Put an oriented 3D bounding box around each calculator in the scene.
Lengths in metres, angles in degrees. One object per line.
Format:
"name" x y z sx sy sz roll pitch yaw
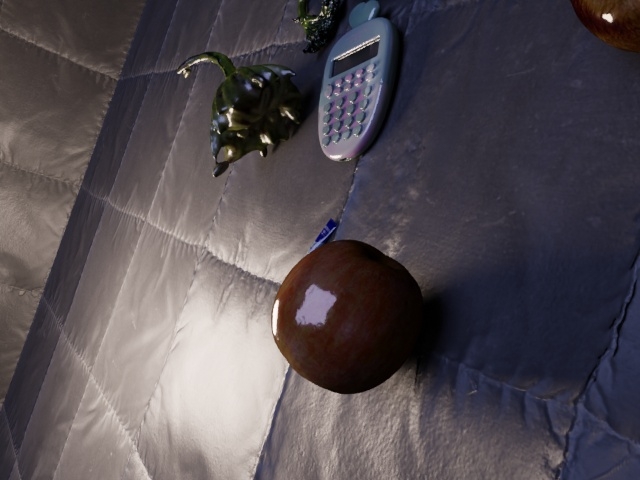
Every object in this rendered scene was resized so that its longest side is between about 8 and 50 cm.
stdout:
"calculator" 0.065 -0.280 1.083 0.185 0.041 0.299 -10 68 53

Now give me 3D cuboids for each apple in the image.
"apple" 0.036 0.093 0.796 0.174 0.188 0.188 -58 34 11

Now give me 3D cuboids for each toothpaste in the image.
"toothpaste" 0.000 0.000 1.055 0.083 0.015 0.024 -53 44 16

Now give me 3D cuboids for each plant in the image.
"plant" -0.192 -0.322 1.259 0.251 0.180 0.333 -43 72 24

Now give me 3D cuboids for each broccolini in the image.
"broccolini" -0.010 -0.504 1.306 0.123 0.062 0.271 -37 42 26

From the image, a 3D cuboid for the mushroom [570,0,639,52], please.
"mushroom" 0.340 -0.324 0.602 0.278 0.163 0.297 -4 70 46
